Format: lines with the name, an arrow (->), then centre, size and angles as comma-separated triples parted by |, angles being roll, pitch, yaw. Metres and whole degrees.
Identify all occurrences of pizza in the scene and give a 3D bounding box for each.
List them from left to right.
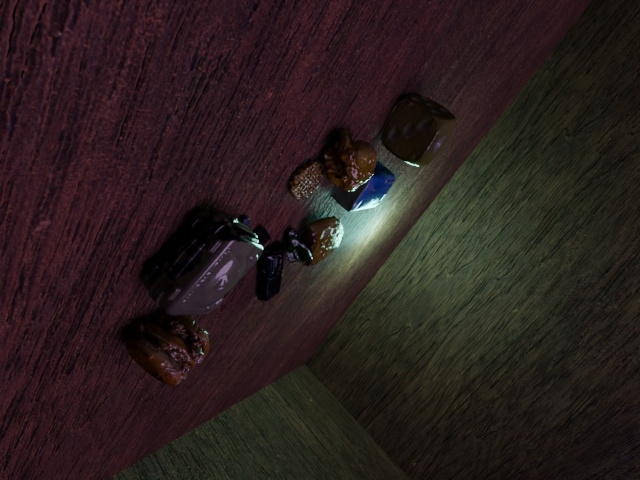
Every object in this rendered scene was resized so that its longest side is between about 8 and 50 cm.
pizza -> 0.000, 0.000, 1.967 | 0.278, 0.114, 0.409 | -51, 158, 10

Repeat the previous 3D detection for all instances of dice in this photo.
dice -> 0.427, -0.481, 1.774 | 0.227, 0.233, 0.238 | -25, 151, -49

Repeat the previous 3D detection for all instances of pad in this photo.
pad -> -0.305, 0.056, 1.599 | 0.265, 0.009, 0.159 | -43, 166, -9

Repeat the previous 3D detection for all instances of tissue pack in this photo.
tissue pack -> 0.201, -0.251, 1.863 | 0.263, 0.146, 0.198 | -16, 144, -55

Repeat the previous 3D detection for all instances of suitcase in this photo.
suitcase -> -0.346, 0.085, 1.323 | 0.351, 0.194, 0.339 | -48, 162, 2

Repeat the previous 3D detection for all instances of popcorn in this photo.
popcorn -> 0.119, -0.298, 1.551 | 0.191, 0.190, 0.253 | -68, 159, -10

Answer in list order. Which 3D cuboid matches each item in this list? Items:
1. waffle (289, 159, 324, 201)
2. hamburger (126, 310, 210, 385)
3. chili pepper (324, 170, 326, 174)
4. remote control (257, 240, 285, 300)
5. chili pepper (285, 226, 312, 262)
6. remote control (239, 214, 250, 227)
waffle -> -0.051, -0.231, 1.553 | 0.191, 0.038, 0.191 | -40, 159, -19
hamburger -> -0.540, 0.366, 1.423 | 0.245, 0.260, 0.211 | -9, -149, 42
chili pepper -> 0.042, -0.297, 1.649 | 0.083, 0.017, 0.030 | -45, 161, -9
remote control -> -0.224, 0.155, 1.876 | 0.144, 0.062, 0.399 | -36, 156, -29
chili pepper -> -0.103, 0.028, 1.804 | 0.108, 0.062, 0.216 | -12, 132, 4
remote control -> -0.275, -0.040, 1.474 | 0.043, 0.027, 0.152 | -42, 162, -30
